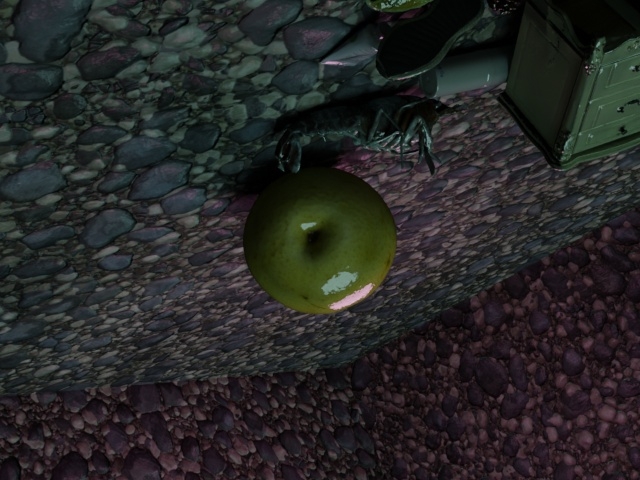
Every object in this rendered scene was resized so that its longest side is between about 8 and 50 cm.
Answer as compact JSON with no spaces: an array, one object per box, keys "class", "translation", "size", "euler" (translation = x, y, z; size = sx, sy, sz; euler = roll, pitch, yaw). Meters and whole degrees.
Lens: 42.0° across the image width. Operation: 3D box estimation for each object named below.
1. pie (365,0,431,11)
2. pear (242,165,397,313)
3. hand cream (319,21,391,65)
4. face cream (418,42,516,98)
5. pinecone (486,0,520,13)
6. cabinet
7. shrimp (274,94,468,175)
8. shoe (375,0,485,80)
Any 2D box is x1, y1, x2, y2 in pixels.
[{"class":"pie","translation":[0.150,-0.433,1.322],"size":[0.187,0.041,0.187],"euler":[-19,160,-7]},{"class":"pear","translation":[0.000,0.000,1.871],"size":[0.349,0.348,0.348],"euler":[-19,160,-7]},{"class":"hand cream","translation":[0.071,-0.345,1.479],"size":[0.084,0.053,0.142],"euler":[-5,169,-38]},{"class":"face cream","translation":[0.323,-0.345,1.676],"size":[0.250,0.077,0.077],"euler":[-15,159,-19]},{"class":"pinecone","translation":[0.322,-0.435,1.442],"size":[0.077,0.077,0.083],"euler":[-16,119,-16]},{"class":"cabinet","translation":[0.536,-0.344,1.558],"size":[0.290,0.227,0.318],"euler":[-19,145,-14]},{"class":"shrimp","translation":[0.110,-0.218,1.696],"size":[0.411,0.165,0.221],"euler":[-1,-172,-17]},{"class":"shoe","translation":[0.186,-0.349,1.450],"size":[0.227,0.099,0.112],"euler":[-42,177,-9]}]
